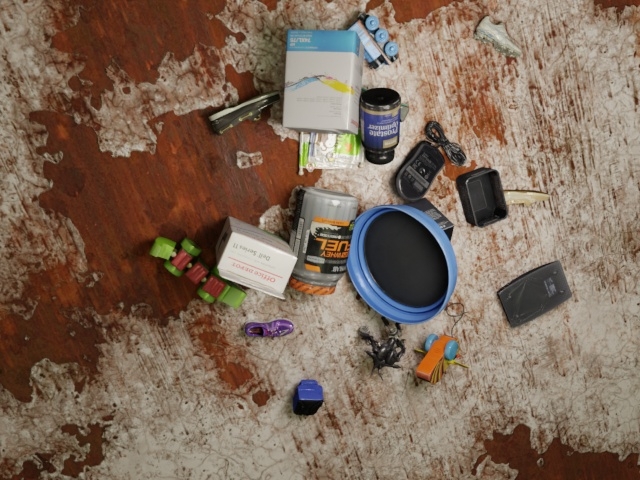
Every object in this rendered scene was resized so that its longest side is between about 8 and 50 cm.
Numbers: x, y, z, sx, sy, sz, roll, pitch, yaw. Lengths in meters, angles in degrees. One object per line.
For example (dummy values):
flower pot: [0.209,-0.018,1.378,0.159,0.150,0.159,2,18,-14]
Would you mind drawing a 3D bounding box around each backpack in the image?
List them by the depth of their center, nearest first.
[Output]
backpack: [-0.043,0.541,1.950,0.098,0.101,0.120,8,132,-9]

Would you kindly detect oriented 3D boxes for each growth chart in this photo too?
growth chart: [0.041,-0.303,1.823,0.237,0.021,0.172,-6,102,-11]

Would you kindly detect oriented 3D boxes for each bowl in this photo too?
bowl: [0.250,0.070,1.786,0.077,0.391,0.391,-26,110,-44]

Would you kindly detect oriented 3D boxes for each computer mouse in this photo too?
computer mouse: [0.340,-0.239,1.877,0.188,0.072,0.272,45,78,-15]

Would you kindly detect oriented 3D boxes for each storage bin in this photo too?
storage bin: [0.546,-0.147,1.926,0.122,0.084,0.180,-20,104,-6]

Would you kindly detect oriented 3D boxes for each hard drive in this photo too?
hard drive: [0.770,0.190,2.059,0.255,0.054,0.172,-28,106,-5]

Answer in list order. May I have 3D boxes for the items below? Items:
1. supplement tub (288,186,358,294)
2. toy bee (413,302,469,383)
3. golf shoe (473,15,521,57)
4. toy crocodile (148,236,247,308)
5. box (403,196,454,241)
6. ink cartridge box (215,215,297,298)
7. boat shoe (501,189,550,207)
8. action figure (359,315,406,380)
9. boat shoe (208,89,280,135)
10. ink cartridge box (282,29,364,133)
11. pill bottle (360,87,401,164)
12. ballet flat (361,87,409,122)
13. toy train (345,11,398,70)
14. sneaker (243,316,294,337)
supplement tub: [0.000,0.000,1.790,0.194,0.193,0.316,8,101,-13]
toy bee: [0.445,0.393,1.985,0.298,0.195,0.162,-38,131,-12]
golf shoe: [0.585,-0.657,1.834,0.176,0.069,0.086,24,90,-16]
toy crocodile: [-0.379,0.101,1.781,0.340,0.105,0.115,41,92,-17]
box: [0.338,-0.027,1.836,0.093,0.158,0.156,-21,139,-21]
ink cartridge box: [-0.193,0.043,1.676,0.207,0.353,0.119,22,97,-15]
boat shoe: [0.709,-0.144,1.974,0.170,0.063,0.059,2,104,-2]
action figure: [0.227,0.331,1.940,0.164,0.141,0.275,29,79,-18]
boat shoe: [-0.222,-0.388,1.723,0.228,0.081,0.068,-22,108,1]
ink cartridge box: [0.012,-0.452,1.656,0.197,0.198,0.270,5,97,10]
pill bottle: [0.185,-0.348,1.755,0.123,0.123,0.219,-14,134,-8]
ballet flat: [0.179,-0.428,1.798,0.213,0.072,0.068,18,103,-15]
toy train: [0.159,-0.609,1.753,0.105,0.080,0.184,-39,109,8]
sneaker: [-0.169,0.300,1.885,0.170,0.071,0.068,-3,103,-11]
